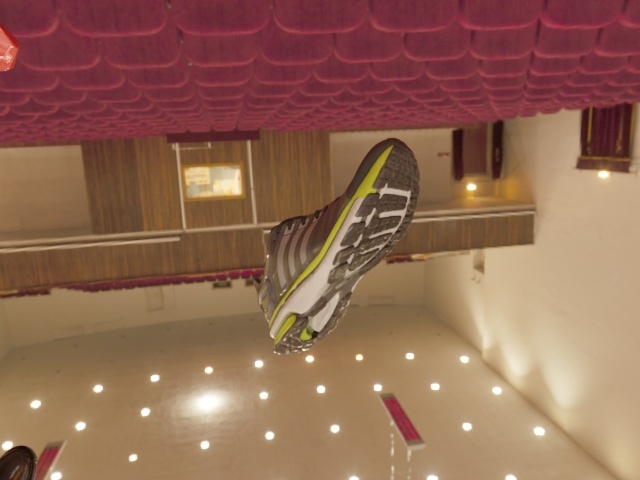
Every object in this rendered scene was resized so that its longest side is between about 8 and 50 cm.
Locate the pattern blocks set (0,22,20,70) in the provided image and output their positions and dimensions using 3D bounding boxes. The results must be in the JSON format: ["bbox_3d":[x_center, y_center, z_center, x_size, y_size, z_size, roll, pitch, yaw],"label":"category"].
[{"bbox_3d":[-0.447,-0.180,0.382,0.324,0.285,0.026,-28,-146,-3],"label":"pattern blocks set"}]

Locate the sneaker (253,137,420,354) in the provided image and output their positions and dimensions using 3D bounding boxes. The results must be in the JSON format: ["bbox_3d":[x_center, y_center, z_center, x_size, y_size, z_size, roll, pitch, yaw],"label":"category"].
[{"bbox_3d":[0.000,0.000,0.609,0.111,0.300,0.121,-1,-137,-49],"label":"sneaker"}]

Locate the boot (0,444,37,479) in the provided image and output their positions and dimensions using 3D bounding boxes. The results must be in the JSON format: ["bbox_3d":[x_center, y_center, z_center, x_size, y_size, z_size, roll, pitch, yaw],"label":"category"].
[{"bbox_3d":[-0.586,0.421,0.803,0.091,0.229,0.263,27,-121,15],"label":"boot"}]
